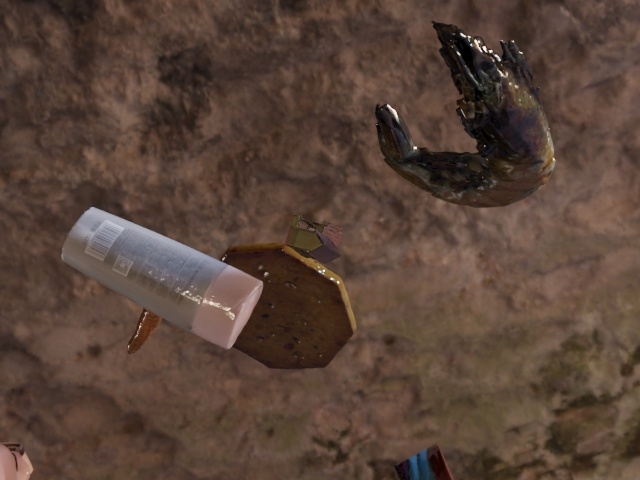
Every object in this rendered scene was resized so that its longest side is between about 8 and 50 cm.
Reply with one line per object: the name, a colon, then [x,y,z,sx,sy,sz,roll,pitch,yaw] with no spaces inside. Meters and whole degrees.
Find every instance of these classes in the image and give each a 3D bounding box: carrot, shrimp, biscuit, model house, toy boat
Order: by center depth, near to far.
shrimp: [0.165,-0.140,1.070,0.233,0.071,0.365,-3,-29,25]
model house: [0.000,0.000,1.121,0.058,0.057,0.083,13,-11,28]
toy boat: [0.173,0.386,1.125,0.079,0.136,0.392,-15,20,-4]
carrot: [-0.316,0.139,1.585,0.047,0.047,0.191,2,-48,-44]
biscuit: [-0.094,0.149,1.879,0.359,0.046,0.359,8,-53,11]

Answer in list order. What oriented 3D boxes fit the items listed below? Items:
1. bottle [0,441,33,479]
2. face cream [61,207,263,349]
bottle: [-0.504,0.339,1.028,0.297,0.173,0.206,-18,17,-10]
face cream: [-0.219,0.048,1.172,0.269,0.107,0.073,24,-17,9]
